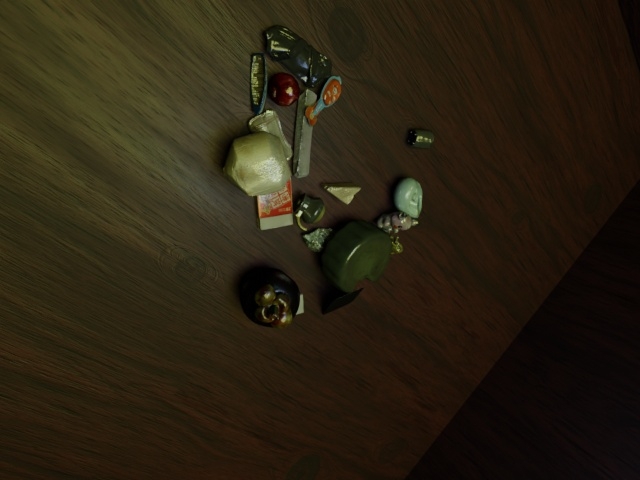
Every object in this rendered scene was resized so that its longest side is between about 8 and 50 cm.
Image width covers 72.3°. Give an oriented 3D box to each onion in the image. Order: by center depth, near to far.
[{"bbox_3d":[-0.142,-0.587,1.710,0.131,0.131,0.131,-10,113,-25],"label":"onion"}]

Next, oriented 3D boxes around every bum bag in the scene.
[{"bbox_3d":[-0.087,-0.715,1.717,0.327,0.080,0.142,25,92,-32],"label":"bum bag"}]

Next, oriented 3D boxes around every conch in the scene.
[{"bbox_3d":[0.440,-0.214,2.168,0.185,0.121,0.221,-39,131,-18],"label":"conch"}]

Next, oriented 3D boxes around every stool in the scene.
[{"bbox_3d":[0.480,-0.488,2.103,0.110,0.096,0.096,0,109,-23],"label":"stool"}]

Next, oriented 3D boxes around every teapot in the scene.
[{"bbox_3d":[-0.057,-0.126,1.927,0.119,0.130,0.165,31,72,-19],"label":"teapot"}]

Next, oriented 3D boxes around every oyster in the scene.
[{"bbox_3d":[0.000,0.000,2.051,0.177,0.064,0.124,-15,111,-25],"label":"oyster"}]

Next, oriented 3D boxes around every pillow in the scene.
[{"bbox_3d":[-0.200,-0.413,1.795,0.131,0.038,0.232,-33,122,-14],"label":"pillow"}]

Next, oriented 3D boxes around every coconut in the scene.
[{"bbox_3d":[-0.249,-0.286,1.694,0.248,0.245,0.244,-18,118,-1],"label":"coconut"}]

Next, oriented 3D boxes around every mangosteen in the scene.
[{"bbox_3d":[-0.214,0.263,1.890,0.275,0.302,0.274,-4,110,-12],"label":"mangosteen"}]

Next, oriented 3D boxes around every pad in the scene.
[{"bbox_3d":[0.110,0.300,2.148,0.181,0.004,0.267,-21,162,-20],"label":"pad"}]

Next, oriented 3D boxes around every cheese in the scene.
[{"bbox_3d":[0.018,-0.583,1.816,0.256,0.037,0.106,-55,142,-19],"label":"cheese"}]

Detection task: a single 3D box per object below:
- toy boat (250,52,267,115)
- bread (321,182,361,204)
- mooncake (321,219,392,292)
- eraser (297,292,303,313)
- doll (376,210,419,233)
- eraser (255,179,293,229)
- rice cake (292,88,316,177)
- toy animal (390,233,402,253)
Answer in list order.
[{"bbox_3d":[-0.234,-0.602,1.693,0.046,0.080,0.228,-30,127,-57],"label":"toy boat"},{"bbox_3d":[0.093,-0.245,1.994,0.152,0.077,0.105,32,96,-37],"label":"bread"},{"bbox_3d":[0.168,0.069,2.062,0.352,0.187,0.351,-22,132,-27],"label":"mooncake"},{"bbox_3d":[-0.154,0.317,2.110,0.151,0.023,0.103,-11,114,-25],"label":"eraser"},{"bbox_3d":[0.369,-0.090,2.148,0.149,0.192,0.095,30,61,-49],"label":"doll"},{"bbox_3d":[-0.200,-0.167,1.891,0.157,0.038,0.230,-12,113,-24],"label":"eraser"},{"bbox_3d":[-0.071,-0.444,1.841,0.073,0.056,0.364,-10,113,-39],"label":"rice cake"},{"bbox_3d":[0.365,0.029,2.198,0.136,0.181,0.073,41,68,-22],"label":"toy animal"}]
